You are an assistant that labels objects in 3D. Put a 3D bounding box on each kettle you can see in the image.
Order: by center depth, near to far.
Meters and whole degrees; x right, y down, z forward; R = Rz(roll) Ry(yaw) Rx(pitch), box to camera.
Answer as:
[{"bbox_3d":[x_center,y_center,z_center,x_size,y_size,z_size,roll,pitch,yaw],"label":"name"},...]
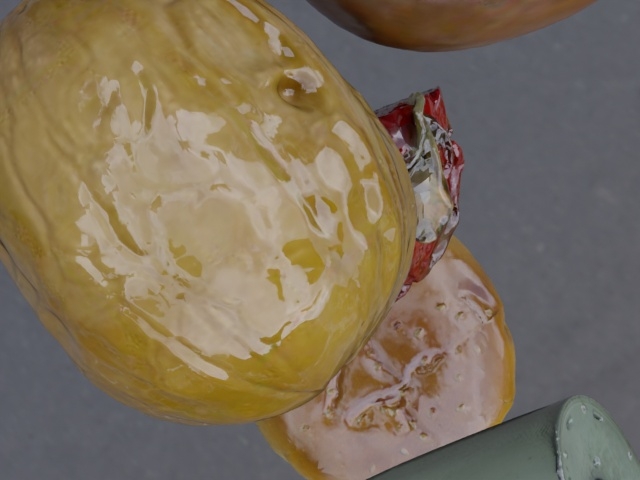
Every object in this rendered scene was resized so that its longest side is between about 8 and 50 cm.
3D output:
[{"bbox_3d":[0.102,0.241,1.422,0.255,0.240,0.165,-21,106,26],"label":"kettle"}]

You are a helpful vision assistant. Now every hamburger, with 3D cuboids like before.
[{"bbox_3d":[0.053,0.113,2.034,0.289,0.170,0.314,-27,95,-2],"label":"hamburger"}]

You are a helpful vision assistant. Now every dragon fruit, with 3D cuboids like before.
[{"bbox_3d":[0.000,0.000,1.353,0.317,0.205,0.152,-22,91,-19],"label":"dragon fruit"}]

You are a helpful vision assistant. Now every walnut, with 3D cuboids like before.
[{"bbox_3d":[-0.059,-0.026,0.876,0.193,0.193,0.226,-30,83,-19],"label":"walnut"}]

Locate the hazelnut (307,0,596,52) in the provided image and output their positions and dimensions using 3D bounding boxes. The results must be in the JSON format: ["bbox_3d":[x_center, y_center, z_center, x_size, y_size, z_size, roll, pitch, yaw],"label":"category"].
[{"bbox_3d":[0.104,-0.317,1.387,0.365,0.366,0.366,-16,120,-28],"label":"hazelnut"}]
